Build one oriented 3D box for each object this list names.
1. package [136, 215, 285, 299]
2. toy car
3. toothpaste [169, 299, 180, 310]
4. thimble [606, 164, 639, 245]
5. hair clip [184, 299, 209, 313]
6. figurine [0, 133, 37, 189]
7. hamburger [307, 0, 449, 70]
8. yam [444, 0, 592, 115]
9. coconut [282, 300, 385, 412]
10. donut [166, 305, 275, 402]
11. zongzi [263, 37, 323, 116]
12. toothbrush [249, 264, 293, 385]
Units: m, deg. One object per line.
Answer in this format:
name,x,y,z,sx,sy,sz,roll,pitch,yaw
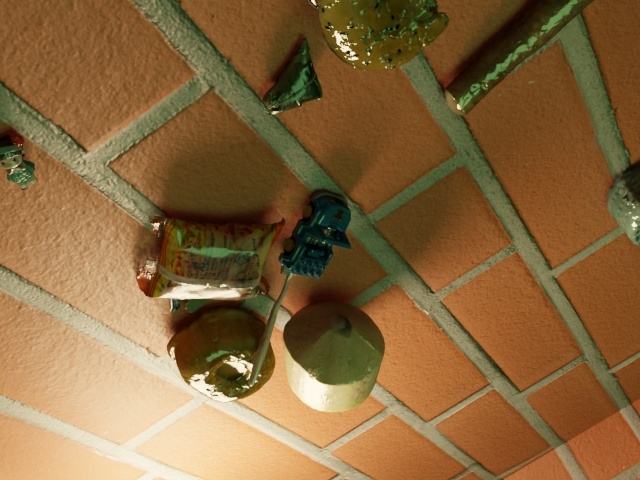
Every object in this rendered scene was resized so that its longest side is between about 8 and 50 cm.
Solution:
package,-0.212,0.040,1.730,0.288,0.108,0.223,-2,134,-24
toy car,0.000,0.000,1.788,0.097,0.100,0.191,14,110,-43
toothpaste,-0.310,0.121,1.836,0.027,0.019,0.083,-35,150,-29
thimble,0.824,-0.093,2.142,0.235,0.143,0.198,6,131,-36
hair clip,-0.230,0.113,1.869,0.137,0.022,0.054,-28,143,1
figurine,-0.497,-0.129,1.417,0.060,0.047,0.106,-15,144,0
hamburger,0.062,-0.388,1.342,0.192,0.168,0.288,-42,140,16
yam,0.372,-0.371,1.616,0.356,0.081,0.081,-43,139,17
coconut,0.031,0.263,2.025,0.239,0.239,0.244,-15,141,-14
donut,-0.212,0.259,1.962,0.208,0.128,0.261,-38,141,12
zongzi,-0.060,-0.281,1.495,0.109,0.055,0.119,-22,130,-3
toothbrush,-0.108,0.170,1.885,0.029,0.025,0.307,17,93,-31
